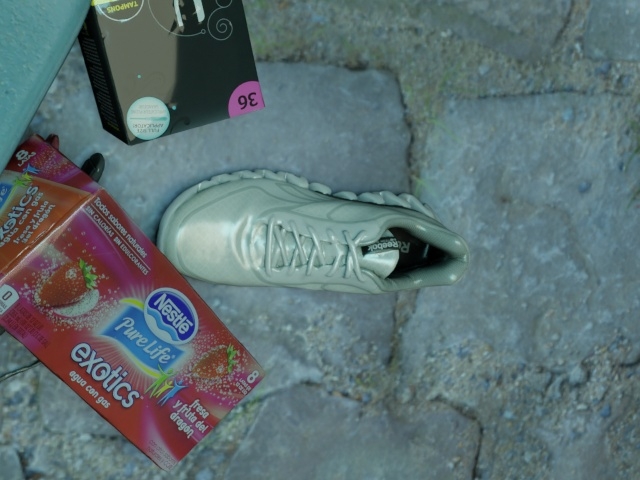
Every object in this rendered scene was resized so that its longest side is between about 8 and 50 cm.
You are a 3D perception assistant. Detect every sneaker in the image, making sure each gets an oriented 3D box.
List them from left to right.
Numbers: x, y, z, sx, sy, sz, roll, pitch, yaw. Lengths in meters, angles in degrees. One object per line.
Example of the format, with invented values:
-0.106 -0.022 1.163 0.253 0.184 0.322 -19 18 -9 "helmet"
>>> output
0.000 0.000 0.987 0.292 0.118 0.110 1 104 -22 "sneaker"

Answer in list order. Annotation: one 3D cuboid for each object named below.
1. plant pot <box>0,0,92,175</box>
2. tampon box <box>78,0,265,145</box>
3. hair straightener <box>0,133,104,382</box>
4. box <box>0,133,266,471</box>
-0.292 -0.194 0.751 0.248 0.247 0.252 41 67 -26 "plant pot"
-0.131 -0.174 0.893 0.121 0.101 0.160 -19 110 -18 "tampon box"
-0.231 0.030 0.929 0.089 0.047 0.230 21 94 -26 "hair straightener"
-0.174 0.054 0.878 0.122 0.128 0.257 -45 132 -10 "box"
